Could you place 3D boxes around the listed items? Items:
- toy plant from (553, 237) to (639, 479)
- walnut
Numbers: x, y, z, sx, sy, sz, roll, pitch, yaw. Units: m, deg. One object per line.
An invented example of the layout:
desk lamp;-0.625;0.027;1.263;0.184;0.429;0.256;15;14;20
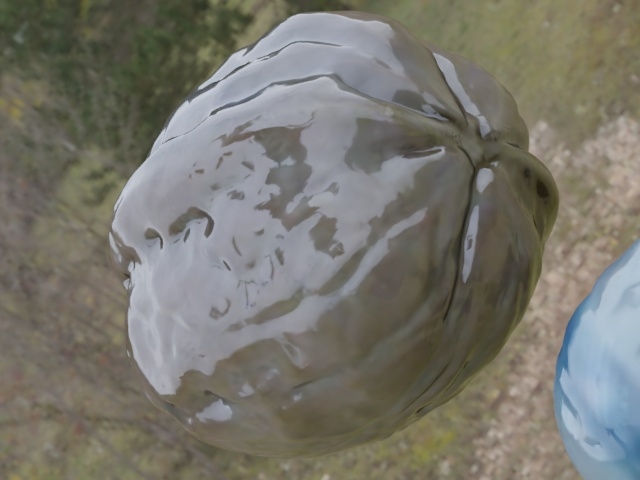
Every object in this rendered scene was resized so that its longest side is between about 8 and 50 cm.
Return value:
toy plant;0.189;0.007;0.385;0.247;0.247;0.332;-169;89;-69
walnut;0.000;0.000;0.680;0.224;0.224;0.224;-47;21;25
